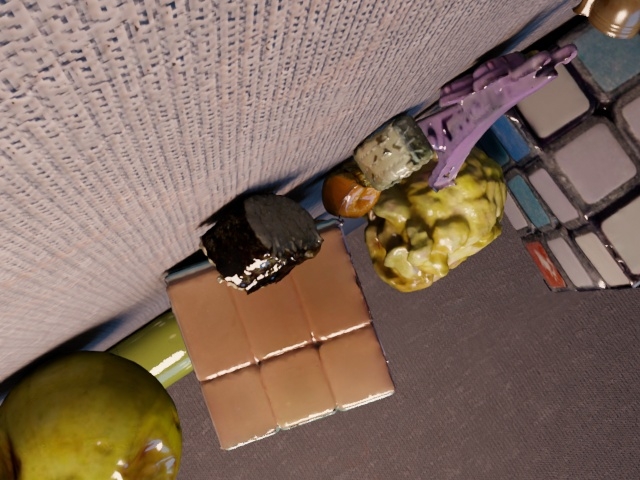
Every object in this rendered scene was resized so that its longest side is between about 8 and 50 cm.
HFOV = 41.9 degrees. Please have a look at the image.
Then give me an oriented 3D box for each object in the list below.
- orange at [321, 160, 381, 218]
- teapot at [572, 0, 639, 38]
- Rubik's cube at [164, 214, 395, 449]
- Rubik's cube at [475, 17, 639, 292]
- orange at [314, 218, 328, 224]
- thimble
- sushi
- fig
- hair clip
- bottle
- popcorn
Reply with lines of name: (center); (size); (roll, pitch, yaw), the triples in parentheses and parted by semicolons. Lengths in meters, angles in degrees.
orange: (0.036, -0.065, 1.071); (0.086, 0.062, 0.086); (-32, 146, -25)
teapot: (0.355, -0.297, 1.005); (0.080, 0.085, 0.110); (106, 5, -50)
Rubik's cube: (-0.044, 0.110, 1.072); (0.224, 0.221, 0.231); (-19, 179, 1)
Rubik's cube: (0.456, -0.152, 1.285); (0.363, 0.362, 0.359); (-34, 173, -5)
orange: (0.000, 0.000, 1.582); (0.085, 0.085, 0.085); (-34, 177, -2)
thimble: (0.088, -0.105, 1.002); (0.084, 0.062, 0.110); (-33, 177, -6)
sushi: (-0.060, 0.000, 0.860); (0.078, 0.090, 0.150); (-39, 174, 22)
fig: (-0.292, 0.243, 1.067); (0.239, 0.239, 0.271); (-34, -155, 9)
hair clip: (0.188, -0.164, 1.022); (0.137, 0.090, 0.278); (-17, 160, -32)
bottle: (-0.255, 0.182, 1.445); (0.260, 0.112, 0.112); (-33, 177, -6)
popcorn: (0.155, -0.048, 1.234); (0.259, 0.212, 0.259); (-31, 166, -9)
